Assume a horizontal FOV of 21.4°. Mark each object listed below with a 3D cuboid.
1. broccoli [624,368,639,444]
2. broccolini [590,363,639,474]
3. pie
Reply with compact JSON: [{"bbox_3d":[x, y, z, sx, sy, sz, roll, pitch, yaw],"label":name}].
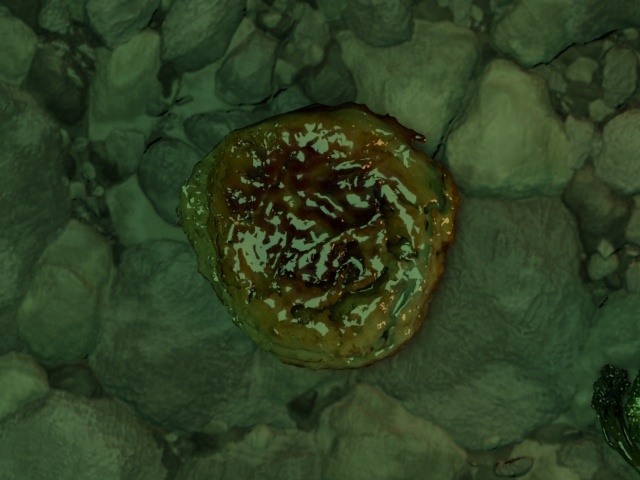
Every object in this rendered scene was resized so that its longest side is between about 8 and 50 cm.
[{"bbox_3d":[0.380,0.158,1.594,0.195,0.156,0.195,3,109,9],"label":"broccoli"},{"bbox_3d":[0.322,0.213,1.672,0.194,0.054,0.052,56,134,6],"label":"broccolini"},{"bbox_3d":[0.000,0.000,1.744,0.308,0.085,0.308,-1,88,15],"label":"pie"}]
